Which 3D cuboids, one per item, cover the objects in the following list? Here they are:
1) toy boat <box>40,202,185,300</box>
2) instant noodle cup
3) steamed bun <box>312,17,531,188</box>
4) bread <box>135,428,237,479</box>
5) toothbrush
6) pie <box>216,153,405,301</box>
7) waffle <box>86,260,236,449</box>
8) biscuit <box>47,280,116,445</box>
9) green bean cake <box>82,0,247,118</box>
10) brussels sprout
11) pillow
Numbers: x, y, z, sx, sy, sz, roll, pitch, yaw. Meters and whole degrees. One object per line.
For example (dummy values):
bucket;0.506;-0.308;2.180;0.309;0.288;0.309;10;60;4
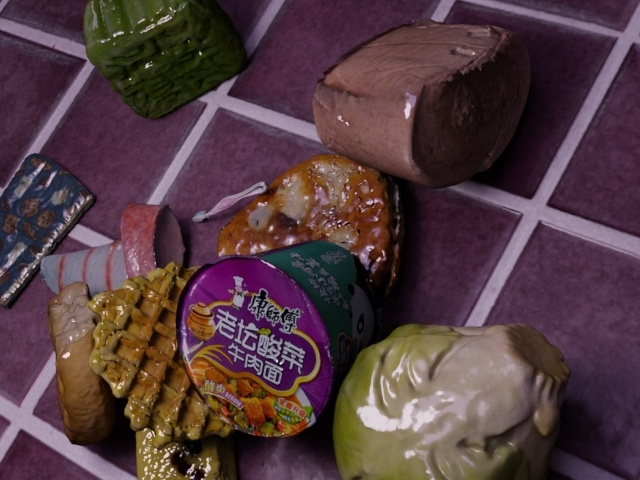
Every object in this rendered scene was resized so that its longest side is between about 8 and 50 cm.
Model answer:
toy boat;-0.349;0.052;1.886;0.282;0.096;0.206;-11;76;28
instant noodle cup;-0.041;0.115;1.575;0.251;0.190;0.251;10;109;30
steamed bun;0.153;-0.188;1.693;0.251;0.199;0.301;13;36;44
bread;-0.195;0.289;1.686;0.138;0.077;0.362;-17;59;17
toothbrush;-0.142;-0.058;1.825;0.204;0.017;0.022;-21;41;50
pie;-0.001;0.000;1.738;0.308;0.085;0.308;-12;60;21
waffle;-0.190;0.157;1.642;0.051;0.291;0.291;-38;43;52
biscuit;-0.350;0.188;1.738;0.091;0.213;0.274;-10;25;-15
green bean cake;-0.261;-0.331;1.936;0.222;0.248;0.125;-27;58;9
brussels sprout;0.150;0.227;1.447;0.273;0.242;0.317;30;93;53
pillow;-0.520;-0.022;2.034;0.189;0.034;0.256;31;82;36
